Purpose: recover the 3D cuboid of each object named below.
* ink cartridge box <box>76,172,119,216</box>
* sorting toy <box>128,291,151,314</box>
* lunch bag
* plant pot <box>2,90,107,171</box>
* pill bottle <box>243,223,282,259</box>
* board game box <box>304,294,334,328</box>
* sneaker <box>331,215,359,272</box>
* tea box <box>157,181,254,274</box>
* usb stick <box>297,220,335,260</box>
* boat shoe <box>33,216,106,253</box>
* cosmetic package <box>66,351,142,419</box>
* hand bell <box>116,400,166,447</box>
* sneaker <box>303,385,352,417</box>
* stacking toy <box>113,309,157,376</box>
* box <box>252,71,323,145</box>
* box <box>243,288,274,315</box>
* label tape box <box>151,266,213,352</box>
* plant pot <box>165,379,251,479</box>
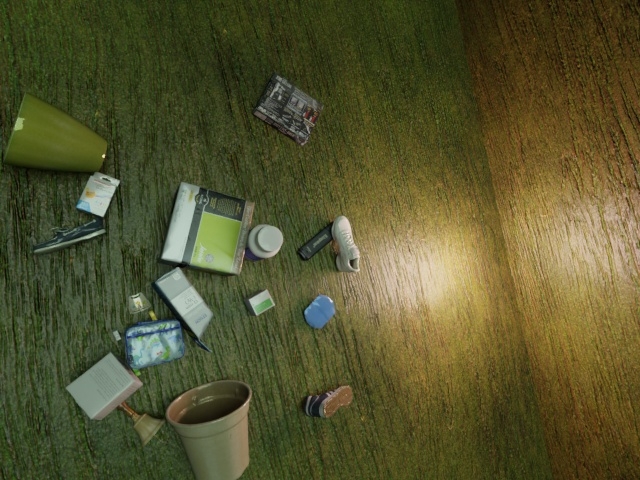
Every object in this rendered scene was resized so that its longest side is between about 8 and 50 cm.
[{"bbox_3d":[-0.905,-0.192,1.644,0.105,0.062,0.181,22,73,-22],"label":"ink cartridge box"},{"bbox_3d":[-0.756,0.257,1.666,0.083,0.045,0.075,-20,84,-27],"label":"sorting toy"},{"bbox_3d":[-0.666,0.407,1.609,0.219,0.090,0.175,-4,84,-32],"label":"lunch bag"},{"bbox_3d":[-0.996,-0.374,1.539,0.294,0.275,0.274,17,75,-40],"label":"plant pot"},{"bbox_3d":[-0.267,0.010,1.812,0.153,0.272,0.152,4,81,-26],"label":"pill bottle"},{"bbox_3d":[-0.008,0.357,2.026,0.168,0.033,0.133,-47,108,-19],"label":"board game box"},{"bbox_3d":[0.146,0.021,2.055,0.114,0.152,0.304,-17,104,-31],"label":"sneaker"},{"bbox_3d":[-0.492,-0.034,1.737,0.324,0.220,0.328,16,76,-23],"label":"tea box"},{"bbox_3d":[0.000,0.000,2.073,0.278,0.045,0.077,-40,101,-25],"label":"usb stick"},{"bbox_3d":[-0.979,-0.020,1.564,0.255,0.095,0.079,-25,96,-28],"label":"boat shoe"},{"bbox_3d":[-0.806,0.548,1.513,0.151,0.151,0.184,45,65,9],"label":"cosmetic package"},{"bbox_3d":[-0.746,0.684,1.586,0.242,0.126,0.126,42,67,-3],"label":"hand bell"},{"bbox_3d":[0.034,0.780,1.958,0.282,0.153,0.099,-2,80,-57],"label":"sneaker"},{"bbox_3d":[-0.722,0.423,1.651,0.167,0.052,0.221,-27,95,-27],"label":"stacking toy"},{"bbox_3d":[-0.163,-0.675,2.074,0.308,0.077,0.242,28,71,-20],"label":"box"},{"bbox_3d":[-0.284,0.286,1.859,0.101,0.102,0.087,-28,93,-26],"label":"box"},{"bbox_3d":[-0.539,0.282,1.650,0.115,0.249,0.347,-40,100,-25],"label":"label tape box"},{"bbox_3d":[-0.422,0.786,1.621,0.334,0.334,0.305,-11,98,-27],"label":"plant pot"}]
